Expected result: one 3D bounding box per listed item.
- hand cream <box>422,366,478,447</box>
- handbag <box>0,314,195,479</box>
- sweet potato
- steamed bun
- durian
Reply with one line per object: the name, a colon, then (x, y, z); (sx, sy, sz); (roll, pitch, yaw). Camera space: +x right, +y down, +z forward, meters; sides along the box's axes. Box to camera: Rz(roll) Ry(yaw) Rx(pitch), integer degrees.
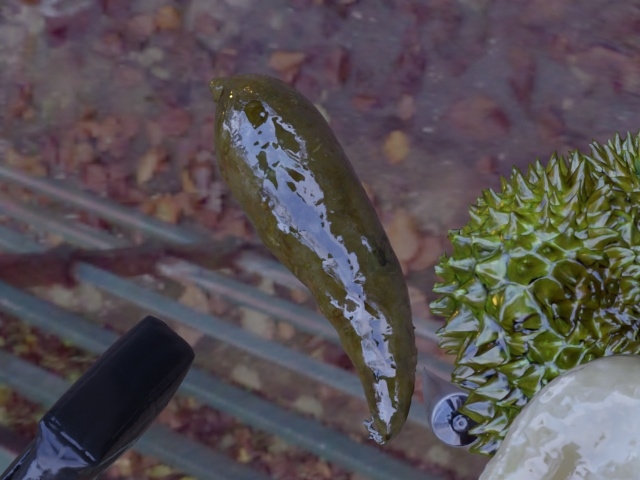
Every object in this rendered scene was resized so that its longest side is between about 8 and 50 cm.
hand cream: (0.133, 0.181, 1.536); (0.054, 0.186, 0.087); (-14, 90, -5)
handbag: (-0.239, 0.207, 1.441); (0.080, 0.247, 0.223); (40, 122, 1)
sweet potato: (0.005, 0.000, 1.491); (0.130, 0.130, 0.422); (-33, 80, 26)
steamed bun: (0.152, 0.153, 0.638); (0.172, 0.155, 0.141); (35, 68, 25)
durian: (0.157, 0.057, 0.856); (0.177, 0.200, 0.236); (-13, 106, -10)
